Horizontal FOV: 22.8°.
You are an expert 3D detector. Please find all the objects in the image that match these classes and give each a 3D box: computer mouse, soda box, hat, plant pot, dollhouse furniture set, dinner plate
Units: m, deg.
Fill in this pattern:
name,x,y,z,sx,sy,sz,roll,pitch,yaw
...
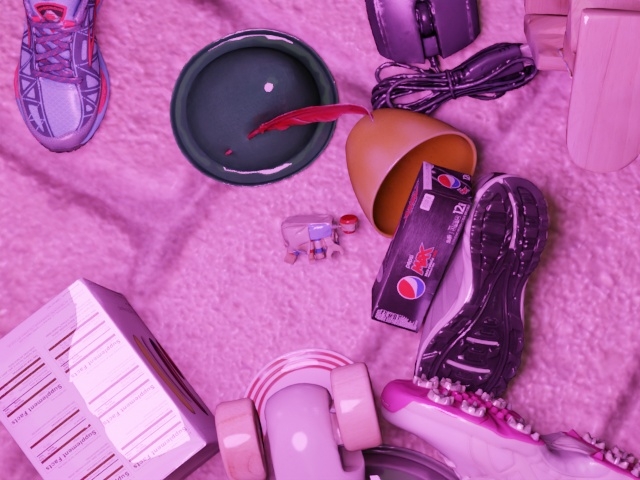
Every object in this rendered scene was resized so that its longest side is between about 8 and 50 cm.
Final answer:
name,x,y,z,sx,sy,sz,roll,pitch,yaw
computer mouse,0.111,-0.272,1.681,0.188,0.072,0.272,-17,83,3
soda box,0.101,0.008,1.609,0.053,0.060,0.169,16,122,-7
hat,-0.065,-0.156,1.622,0.208,0.183,0.173,-16,82,2
plant pot,0.080,-0.083,1.644,0.134,0.134,0.095,-41,55,-1
dollhouse furniture set,0.394,-0.148,1.526,0.394,0.362,0.256,3,117,-1
dinner plate,-0.013,0.179,1.649,0.141,0.017,0.141,-4,63,8

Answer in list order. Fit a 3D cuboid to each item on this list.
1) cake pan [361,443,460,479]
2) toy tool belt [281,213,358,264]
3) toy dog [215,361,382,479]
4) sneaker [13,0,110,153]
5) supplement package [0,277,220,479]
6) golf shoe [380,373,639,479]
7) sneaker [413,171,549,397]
name,x,y,z,sx,sy,sz,roll,pitch,yaw
cake pan,0.051,0.355,1.623,0.293,0.054,0.293,0,84,3
toy tool belt,0.000,0.000,1.674,0.083,0.052,0.051,-3,115,7
toy dog,0.001,0.267,1.553,0.220,0.161,0.333,7,101,3
sneaker,-0.283,-0.225,1.675,0.104,0.125,0.262,-1,83,4
supplement package,-0.216,0.166,1.591,0.149,0.194,0.203,-38,83,0
golf shoe,0.187,0.236,1.577,0.306,0.115,0.140,24,99,-10
sneaker,0.161,0.058,1.636,0.100,0.108,0.271,15,101,-13
